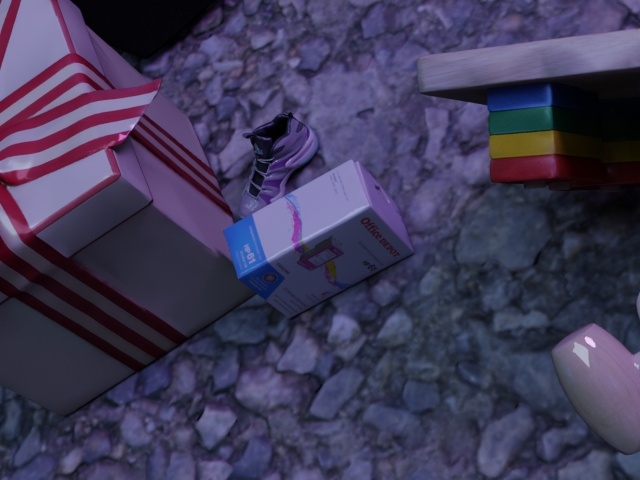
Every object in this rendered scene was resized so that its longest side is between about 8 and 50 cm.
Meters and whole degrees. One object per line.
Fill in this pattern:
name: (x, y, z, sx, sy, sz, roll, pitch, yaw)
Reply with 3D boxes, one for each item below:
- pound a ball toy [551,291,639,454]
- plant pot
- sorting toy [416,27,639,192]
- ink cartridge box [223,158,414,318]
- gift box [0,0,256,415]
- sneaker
pound a ball toy: (0.315, 0.044, 0.840, 0.319, 0.208, 0.135, -24, 93, 17)
plant pot: (-0.196, -0.281, 1.310, 0.188, 0.187, 0.167, 41, 106, 40)
sorting toy: (0.235, -0.081, 0.931, 0.257, 0.255, 0.089, -4, 89, 31)
ink cartridge box: (0.000, 0.000, 1.107, 0.122, 0.088, 0.052, -30, 55, 13)
gift box: (-0.217, -0.050, 1.151, 0.276, 0.258, 0.255, -38, 54, 9)
sneaker: (-0.050, -0.068, 1.182, 0.038, 0.069, 0.098, 28, 82, 37)
